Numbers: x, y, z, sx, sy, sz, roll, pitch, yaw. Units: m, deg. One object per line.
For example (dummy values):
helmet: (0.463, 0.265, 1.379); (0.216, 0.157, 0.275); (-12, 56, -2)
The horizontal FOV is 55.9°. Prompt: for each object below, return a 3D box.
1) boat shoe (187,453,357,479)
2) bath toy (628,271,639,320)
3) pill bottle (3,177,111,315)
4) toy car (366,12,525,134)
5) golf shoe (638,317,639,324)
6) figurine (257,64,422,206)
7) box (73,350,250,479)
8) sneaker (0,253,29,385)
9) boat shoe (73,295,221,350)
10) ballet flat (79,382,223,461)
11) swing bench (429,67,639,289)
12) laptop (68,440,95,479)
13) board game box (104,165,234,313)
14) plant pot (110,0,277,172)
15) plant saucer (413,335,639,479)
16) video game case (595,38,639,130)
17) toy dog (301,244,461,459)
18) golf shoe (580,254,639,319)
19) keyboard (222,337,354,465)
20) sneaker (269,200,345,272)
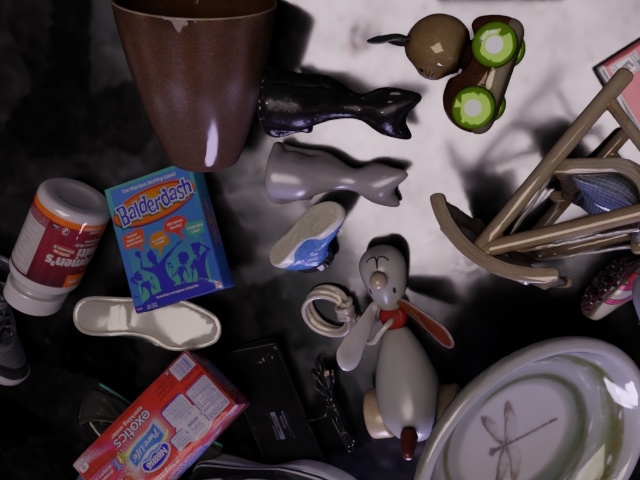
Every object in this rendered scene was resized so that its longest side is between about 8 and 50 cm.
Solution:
boat shoe: (-0.089, 0.460, 1.054); (0.335, 0.119, 0.121); (-3, 107, 21)
bath toy: (0.527, 0.000, 0.735); (0.348, 0.129, 0.151); (-41, 118, 5)
pill bottle: (-0.450, 0.014, 1.024); (0.121, 0.121, 0.221); (33, 111, 2)
toy car: (0.157, -0.234, 0.793); (0.188, 0.155, 0.149); (21, 111, 16)
golf shoe: (0.572, 0.065, 0.821); (0.273, 0.105, 0.120); (-11, 86, 12)
figurine: (0.027, -0.133, 0.856); (0.209, 0.092, 0.215); (8, 138, 6)
box: (-0.257, 0.320, 1.008); (0.128, 0.122, 0.257); (42, 84, 14)
sneaker: (-0.592, 0.133, 1.104); (0.153, 0.101, 0.268); (-26, 97, 22)
boat shoe: (-0.291, 0.138, 1.045); (0.254, 0.079, 0.095); (1, 91, 4)
ballet flat: (-0.319, 0.363, 1.112); (0.280, 0.096, 0.095); (22, 154, 11)
swing bench: (0.302, -0.033, 0.739); (0.254, 0.253, 0.165); (-35, 71, 19)
laptop: (-0.396, 0.663, 1.083); (0.236, 0.408, 0.382); (14, 110, -2)
board game box: (-0.244, -0.005, 0.973); (0.160, 0.047, 0.210); (-18, 85, 13)
plant pot: (-0.171, -0.223, 0.858); (0.215, 0.215, 0.230); (11, 124, 10)
plant saucer: (0.297, 0.305, 0.896); (0.400, 0.100, 0.400); (-7, 112, -19)
video game case: (0.536, -0.218, 0.768); (0.285, 0.025, 0.204); (-32, 97, 20)
toy dog: (0.113, 0.192, 0.923); (0.220, 0.161, 0.334); (-33, 97, 20)
golf shoe: (0.453, 0.054, 0.848); (0.086, 0.067, 0.186); (39, 111, -2)
keyboard: (-0.037, 0.316, 1.068); (0.201, 0.033, 0.317); (-14, 104, 24)
sneaker: (0.000, -0.001, 0.933); (0.152, 0.084, 0.058); (-41, 51, 28)
